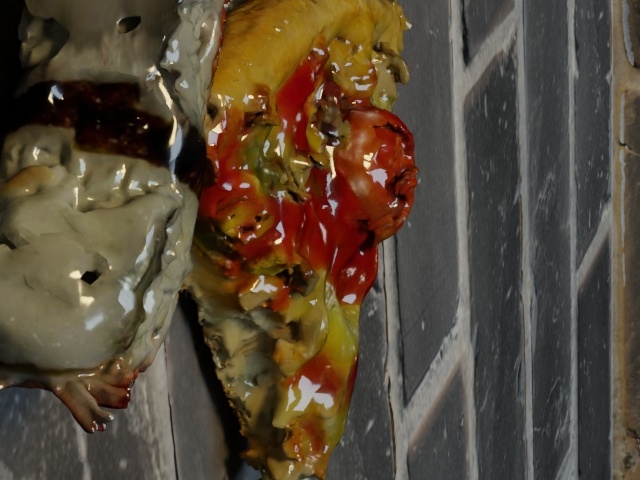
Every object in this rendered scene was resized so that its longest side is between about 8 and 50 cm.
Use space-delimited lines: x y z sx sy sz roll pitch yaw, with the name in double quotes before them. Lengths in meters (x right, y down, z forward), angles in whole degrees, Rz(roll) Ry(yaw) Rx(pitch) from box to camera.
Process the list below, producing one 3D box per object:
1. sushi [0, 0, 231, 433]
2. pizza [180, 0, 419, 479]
"sushi" -0.127 -0.047 1.124 0.130 0.124 0.332 68 31 -73
"pizza" 0.000 0.000 1.498 0.440 0.130 0.406 -38 129 -64
